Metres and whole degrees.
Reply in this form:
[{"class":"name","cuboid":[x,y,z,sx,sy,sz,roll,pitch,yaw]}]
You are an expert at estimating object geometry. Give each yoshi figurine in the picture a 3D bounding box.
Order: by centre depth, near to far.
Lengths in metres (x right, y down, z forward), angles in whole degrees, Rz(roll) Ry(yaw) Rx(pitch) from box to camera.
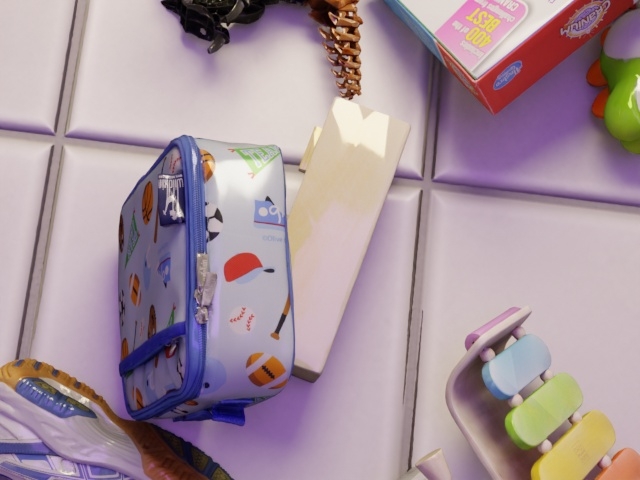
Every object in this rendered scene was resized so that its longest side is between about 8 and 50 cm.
[{"class":"yoshi figurine","cuboid":[0.417,-0.263,1.121,0.203,0.203,0.362,18,79,-7]}]

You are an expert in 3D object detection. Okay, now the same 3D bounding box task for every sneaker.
[{"class":"sneaker","cuboid":[-0.204,0.238,1.014,0.296,0.112,0.131,31,94,4]}]

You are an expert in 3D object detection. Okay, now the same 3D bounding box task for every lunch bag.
[{"class":"lunch bag","cuboid":[-0.113,0.050,0.946,0.115,0.303,0.243,3,75,-20]}]

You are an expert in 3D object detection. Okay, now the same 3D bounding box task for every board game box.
[{"class":"board game box","cuboid":[0.228,-0.311,1.080,0.316,0.064,0.242,-38,52,5]}]

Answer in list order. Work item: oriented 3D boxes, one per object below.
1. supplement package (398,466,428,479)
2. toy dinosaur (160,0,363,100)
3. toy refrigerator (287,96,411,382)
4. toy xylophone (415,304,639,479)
[{"class":"supplement package","cuboid":[0.064,0.313,1.004,0.179,0.105,0.105,-39,81,-12]},{"class":"toy dinosaur","cuboid":[-0.043,-0.305,1.119,0.218,0.164,0.322,-23,58,-25]},{"class":"toy refrigerator","cuboid":[0.000,0.000,1.070,0.094,0.102,0.269,21,77,0]},{"class":"toy xylophone","cuboid":[0.222,0.231,1.000,0.323,0.081,0.236,52,37,2]}]
